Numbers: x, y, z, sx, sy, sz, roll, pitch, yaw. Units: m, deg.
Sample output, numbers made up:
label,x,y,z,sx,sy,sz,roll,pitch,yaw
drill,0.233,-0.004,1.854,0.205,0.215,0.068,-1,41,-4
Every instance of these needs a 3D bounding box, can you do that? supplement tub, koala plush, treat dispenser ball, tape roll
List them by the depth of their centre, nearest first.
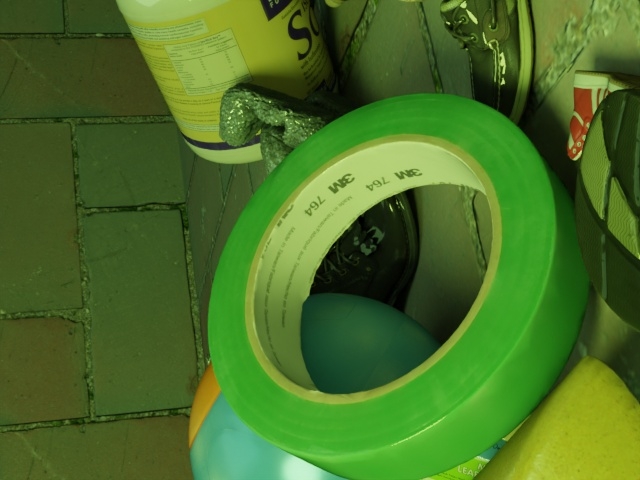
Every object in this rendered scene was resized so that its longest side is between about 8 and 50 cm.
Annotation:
label,x,y,z,sx,sy,sz,roll,pitch,yaw
tape roll,0.055,0.033,0.809,0.077,0.321,0.321,38,-153,-44
treat dispenser ball,0.012,0.198,0.993,0.288,0.288,0.288,177,90,-75
koala plush,-0.020,-0.062,1.227,0.203,0.196,0.221,33,116,45
supplement tub,-0.131,-0.296,1.327,0.241,0.241,0.331,-114,1,-53

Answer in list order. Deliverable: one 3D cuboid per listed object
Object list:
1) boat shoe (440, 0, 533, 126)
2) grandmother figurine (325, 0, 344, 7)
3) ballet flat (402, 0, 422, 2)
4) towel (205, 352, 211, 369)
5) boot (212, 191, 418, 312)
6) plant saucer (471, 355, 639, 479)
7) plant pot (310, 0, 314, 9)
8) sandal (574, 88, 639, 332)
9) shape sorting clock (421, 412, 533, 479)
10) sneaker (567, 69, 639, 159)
label,x,y,z,sx,sy,sz,roll,pitch,yaw
boat shoe,0.137,-0.202,0.848,0.080,0.073,0.223,-147,56,-72
grandmother figurine,0.014,-0.399,1.248,0.208,0.104,0.342,63,175,-30
ballet flat,0.084,-0.330,1.018,0.106,0.107,0.316,73,-172,-55
towel,-0.016,0.251,1.215,0.283,0.235,0.121,-107,19,-45
boot,-0.012,0.042,1.163,0.091,0.229,0.263,-115,26,-55
plant saucer,0.160,0.300,0.631,0.333,0.081,0.332,60,145,30
plant pot,-0.142,-0.401,1.545,0.165,0.234,0.165,-116,27,-54
sandal,0.241,0.020,0.511,0.303,0.086,0.120,47,135,45
shape sorting clock,0.131,0.213,0.803,0.040,0.206,0.206,-43,-36,-52
sneaker,0.206,-0.081,0.679,0.118,0.042,0.067,-119,32,-74
